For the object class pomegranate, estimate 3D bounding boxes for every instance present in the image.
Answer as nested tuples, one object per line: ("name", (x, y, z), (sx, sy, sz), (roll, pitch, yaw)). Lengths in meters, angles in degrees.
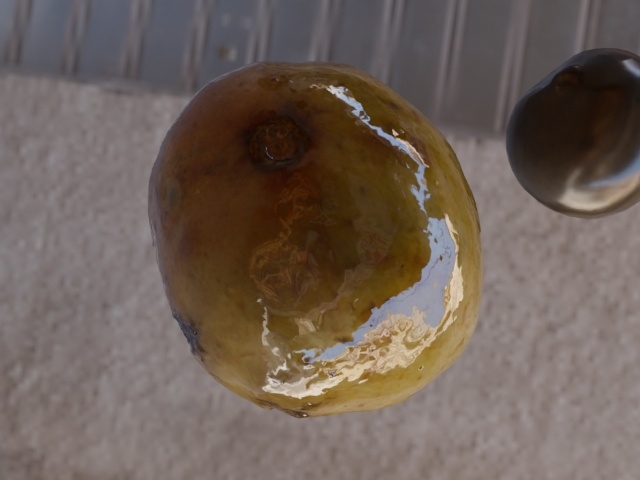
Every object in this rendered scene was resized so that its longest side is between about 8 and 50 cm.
("pomegranate", (0.000, 0.000, 1.309), (0.260, 0.260, 0.260), (8, 90, -80))

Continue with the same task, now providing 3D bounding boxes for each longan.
("longan", (0.291, -0.113, 1.961), (0.189, 0.189, 0.189), (8, 90, -80))
